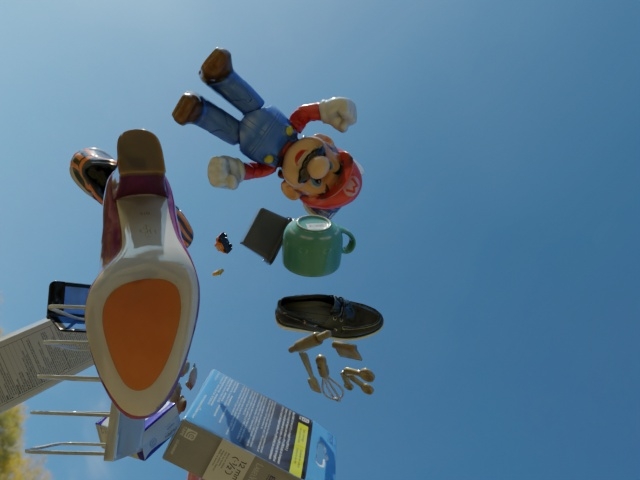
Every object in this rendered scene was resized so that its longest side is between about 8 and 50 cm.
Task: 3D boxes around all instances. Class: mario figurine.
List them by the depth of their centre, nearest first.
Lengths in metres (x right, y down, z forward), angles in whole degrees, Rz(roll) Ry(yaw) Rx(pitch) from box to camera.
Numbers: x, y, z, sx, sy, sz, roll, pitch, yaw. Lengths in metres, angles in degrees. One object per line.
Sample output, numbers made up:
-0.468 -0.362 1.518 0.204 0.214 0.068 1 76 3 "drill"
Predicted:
-0.062 -0.159 0.824 0.320 0.170 0.198 32 -50 -18 "mario figurine"

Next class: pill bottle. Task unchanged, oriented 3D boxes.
0.035 -0.135 1.354 0.094 0.094 0.169 50 -62 15 "pill bottle"

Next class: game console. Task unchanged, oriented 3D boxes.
-0.513 0.148 1.150 0.085 0.144 0.124 -19 -113 39 "game console"

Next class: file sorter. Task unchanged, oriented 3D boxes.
-0.444 0.276 1.029 0.173 0.193 0.278 2 -107 -3 "file sorter"

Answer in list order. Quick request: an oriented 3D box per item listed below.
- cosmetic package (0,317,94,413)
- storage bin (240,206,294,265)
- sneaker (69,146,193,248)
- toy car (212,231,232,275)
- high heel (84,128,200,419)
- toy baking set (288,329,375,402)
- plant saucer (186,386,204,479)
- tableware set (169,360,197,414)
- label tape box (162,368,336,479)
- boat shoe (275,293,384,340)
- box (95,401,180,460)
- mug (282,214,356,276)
-0.708 0.290 1.301 0.113 0.309 0.160 -12 -80 45 "cosmetic package"
-0.142 -0.019 1.335 0.091 0.098 0.135 30 -97 -15 "storage bin"
-0.382 -0.059 1.102 0.125 0.321 0.180 -53 -144 -7 "sneaker"
-0.277 0.036 1.394 0.040 0.122 0.060 -14 -51 27 "toy car"
-0.154 0.033 0.441 0.117 0.082 0.244 121 -42 -55 "high heel"
0.015 0.295 1.193 0.197 0.030 0.256 51 -42 -10 "toy baking set"
-0.319 0.581 1.461 0.084 0.332 0.332 9 -73 -11 "plant saucer"
-0.384 0.405 1.454 0.020 0.169 0.141 6 -43 8 "tableware set"
-0.140 0.456 1.165 0.347 0.249 0.115 30 -80 -2 "label tape box"
0.026 0.217 1.588 0.339 0.127 0.113 8 -41 9 "boat shoe"
-0.417 0.426 1.201 0.137 0.126 0.072 3 -71 26 "box"
-0.010 -0.001 1.127 0.129 0.157 0.097 19 -58 25 "mug"
